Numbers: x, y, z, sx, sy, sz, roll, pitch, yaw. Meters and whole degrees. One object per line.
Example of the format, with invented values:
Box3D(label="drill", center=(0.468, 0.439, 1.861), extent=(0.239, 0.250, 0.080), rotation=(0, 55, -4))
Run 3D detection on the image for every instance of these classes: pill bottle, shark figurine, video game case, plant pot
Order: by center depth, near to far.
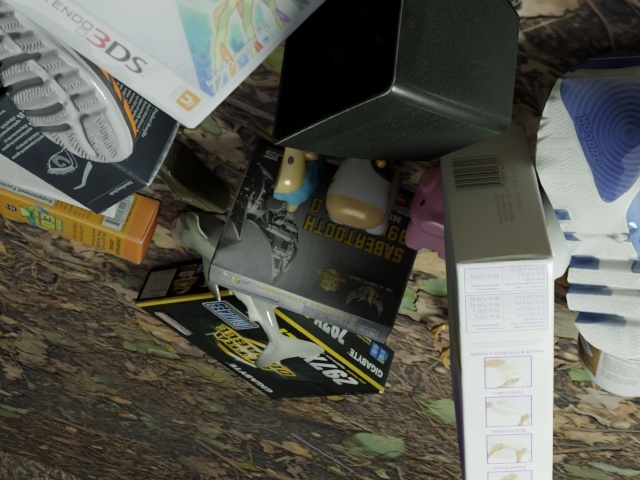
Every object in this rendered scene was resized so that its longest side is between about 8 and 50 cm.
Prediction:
Box3D(label="video game case", center=(-0.124, -0.282, 1.213), extent=(0.300, 0.036, 0.329), rotation=(34, 121, -28))
Box3D(label="plant pot", center=(0.083, -0.170, 1.314), extent=(0.167, 0.188, 0.187), rotation=(21, 157, -30))
Box3D(label="pill bottle", center=(0.380, 0.086, 1.651), extent=(0.131, 0.131, 0.229), rotation=(14, 154, 11))
Box3D(label="shark figurine", center=(-0.092, 0.034, 1.873), extent=(0.278, 0.116, 0.166), rotation=(51, 158, 16))

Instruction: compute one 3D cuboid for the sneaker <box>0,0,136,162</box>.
Box3D(label="sneaker", center=(-0.254, -0.239, 1.382), extent=(0.124, 0.180, 0.321), rotation=(-3, 132, 35))

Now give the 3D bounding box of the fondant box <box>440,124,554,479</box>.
Box3D(label="fondant box", center=(0.181, 0.082, 1.442), extent=(0.096, 0.238, 0.330), rotation=(-5, 125, 4))

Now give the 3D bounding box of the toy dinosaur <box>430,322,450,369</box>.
Box3D(label="toy dinosaur", center=(0.207, 0.127, 1.953), extent=(0.112, 0.064, 0.211), rotation=(-23, 144, 30))

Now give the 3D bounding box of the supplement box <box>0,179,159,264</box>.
Box3D(label="supplement box", center=(-0.348, -0.049, 1.948), extent=(0.233, 0.080, 0.078), rotation=(21, 152, 1))

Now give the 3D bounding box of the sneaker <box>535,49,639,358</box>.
Box3D(label="sneaker", center=(0.321, -0.057, 1.428), extent=(0.127, 0.182, 0.316), rotation=(8, 122, 32))

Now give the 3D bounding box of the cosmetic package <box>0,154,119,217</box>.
Box3D(label="cosmetic package", center=(-0.380, -0.112, 1.866), extent=(0.239, 0.060, 0.099), rotation=(19, 156, 1))

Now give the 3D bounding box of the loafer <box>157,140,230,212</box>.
Box3D(label="loafer", center=(-0.177, -0.077, 1.799), extent=(0.050, 0.056, 0.148), rotation=(-10, 142, 35))

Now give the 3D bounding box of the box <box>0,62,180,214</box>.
Box3D(label="box", center=(-0.301, -0.141, 1.690), extent=(0.207, 0.108, 0.153), rotation=(34, 151, -23))

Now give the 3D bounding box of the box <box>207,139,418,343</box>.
Box3D(label="box", center=(0.000, 0.000, 1.685), extent=(0.231, 0.183, 0.056), rotation=(20, 154, 0))

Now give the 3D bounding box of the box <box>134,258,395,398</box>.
Box3D(label="box", center=(-0.082, 0.137, 2.131), extent=(0.257, 0.079, 0.322), rotation=(-11, 141, 43))

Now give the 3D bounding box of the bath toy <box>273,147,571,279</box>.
Box3D(label="bath toy", center=(0.126, -0.047, 1.585), extent=(0.348, 0.151, 0.129), rotation=(17, 119, 3))
